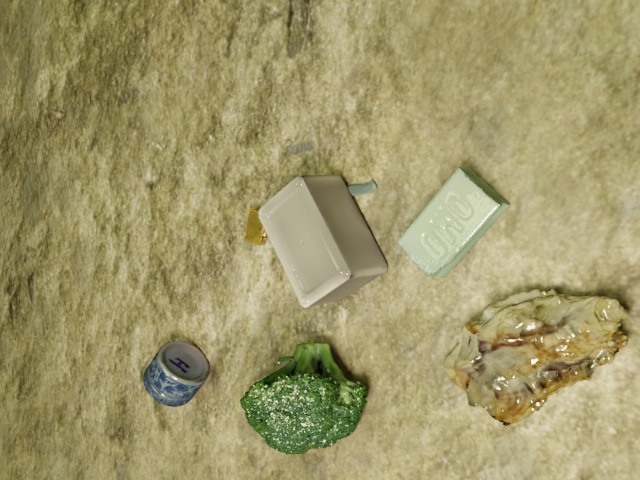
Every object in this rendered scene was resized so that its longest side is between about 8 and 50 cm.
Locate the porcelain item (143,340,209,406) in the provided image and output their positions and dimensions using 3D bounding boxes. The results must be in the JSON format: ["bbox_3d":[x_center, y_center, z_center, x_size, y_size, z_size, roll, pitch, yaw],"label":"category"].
[{"bbox_3d":[-0.379,0.351,1.613,0.147,0.147,0.114,49,118,26],"label":"porcelain item"}]

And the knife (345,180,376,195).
[{"bbox_3d":[0.037,-0.108,1.373,0.210,0.015,0.028,-5,95,38],"label":"knife"}]

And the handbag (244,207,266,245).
[{"bbox_3d":[-0.155,-0.034,1.512,0.061,0.027,0.083,19,105,34],"label":"handbag"}]

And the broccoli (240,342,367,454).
[{"bbox_3d":[-0.040,0.339,1.329,0.269,0.261,0.242,124,156,-67],"label":"broccoli"}]

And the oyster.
[{"bbox_3d":[0.359,0.193,1.082,0.354,0.107,0.201,-45,69,29],"label":"oyster"}]

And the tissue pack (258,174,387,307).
[{"bbox_3d":[0.001,-0.001,1.316,0.159,0.136,0.246,-36,73,35],"label":"tissue pack"}]

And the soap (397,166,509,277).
[{"bbox_3d":[0.251,-0.032,1.182,0.114,0.063,0.198,48,118,24],"label":"soap"}]
